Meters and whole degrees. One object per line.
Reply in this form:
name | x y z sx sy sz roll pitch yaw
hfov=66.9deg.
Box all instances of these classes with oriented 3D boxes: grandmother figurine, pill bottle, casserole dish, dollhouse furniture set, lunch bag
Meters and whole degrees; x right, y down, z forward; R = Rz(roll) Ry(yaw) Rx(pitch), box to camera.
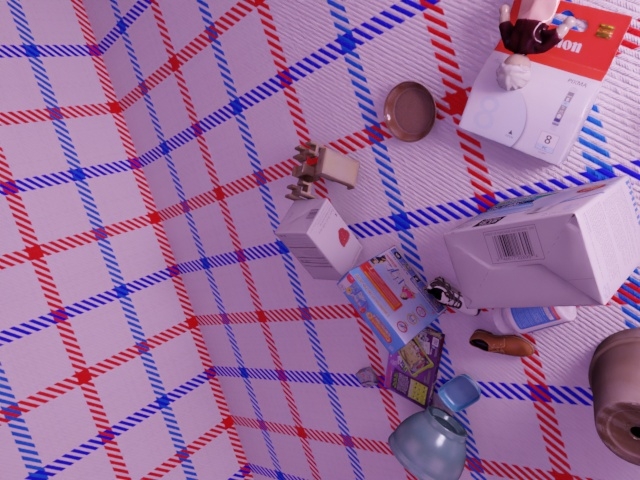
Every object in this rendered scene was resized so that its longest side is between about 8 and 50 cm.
grandmother figurine | 0.552 -0.558 1.248 0.208 0.104 0.342 42 121 50
pill bottle | 0.652 0.217 1.497 0.221 0.124 0.124 -31 85 44
casserole dish | 0.524 0.567 1.816 0.114 0.037 0.188 50 133 15
dollhouse furniture set | 0.006 -0.256 1.858 0.242 0.161 0.212 -7 70 54
lunch bag | 0.204 0.599 2.105 0.071 0.053 0.083 -32 94 46

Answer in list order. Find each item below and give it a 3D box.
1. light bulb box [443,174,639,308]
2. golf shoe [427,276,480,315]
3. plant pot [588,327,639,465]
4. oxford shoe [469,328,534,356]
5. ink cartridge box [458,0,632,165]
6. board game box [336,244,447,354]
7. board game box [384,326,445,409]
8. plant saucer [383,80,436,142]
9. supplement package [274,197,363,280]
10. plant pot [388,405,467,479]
light bulb box | 0.589 0.008 1.268 0.358 0.361 0.225 -11 100 50
golf shoe | 0.458 0.211 1.691 0.198 0.094 0.077 32 125 26
plant pot | 0.868 0.439 1.287 0.323 0.280 0.323 18 119 35
oxford shoe | 0.606 0.359 1.632 0.212 0.076 0.076 3 108 39
ink cartridge box | 0.588 -0.438 1.314 0.308 0.091 0.385 32 127 29
board game box | 0.259 0.199 1.717 0.308 0.302 0.086 52 133 13
board game box | 0.366 0.481 1.917 0.208 0.056 0.347 20 119 30
plant saucer | 0.302 -0.428 1.611 0.198 0.036 0.199 16 117 36
supplement package | 0.000 0.000 1.872 0.175 0.177 0.293 0 141 42
plant pot | 0.432 0.759 1.834 0.293 0.293 0.196 34 100 27
